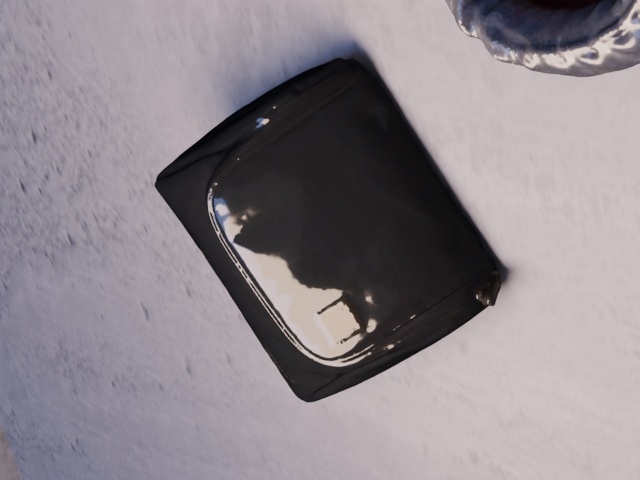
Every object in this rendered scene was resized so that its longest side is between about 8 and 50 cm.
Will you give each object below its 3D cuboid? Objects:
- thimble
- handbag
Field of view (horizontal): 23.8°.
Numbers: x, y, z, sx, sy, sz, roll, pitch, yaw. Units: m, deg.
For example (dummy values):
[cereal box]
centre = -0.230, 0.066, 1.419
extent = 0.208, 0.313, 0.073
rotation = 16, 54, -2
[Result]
[thimble]
centre = 0.195, -0.220, 1.004
extent = 0.205, 0.172, 0.236
rotation = 51, 146, 12
[handbag]
centre = -0.003, 0.002, 1.462
extent = 0.302, 0.178, 0.275
rotation = 58, 149, -4
